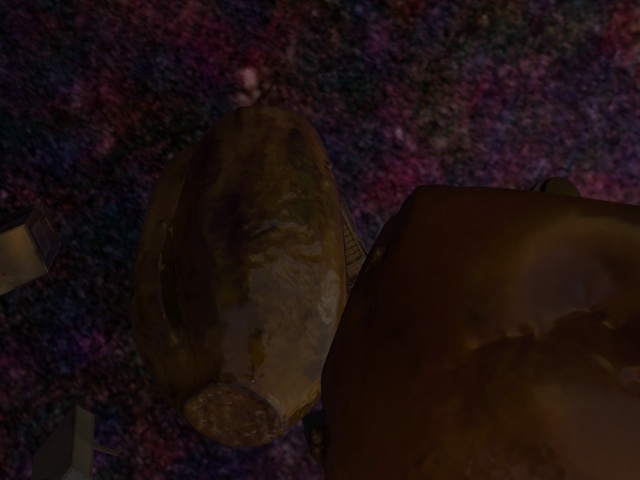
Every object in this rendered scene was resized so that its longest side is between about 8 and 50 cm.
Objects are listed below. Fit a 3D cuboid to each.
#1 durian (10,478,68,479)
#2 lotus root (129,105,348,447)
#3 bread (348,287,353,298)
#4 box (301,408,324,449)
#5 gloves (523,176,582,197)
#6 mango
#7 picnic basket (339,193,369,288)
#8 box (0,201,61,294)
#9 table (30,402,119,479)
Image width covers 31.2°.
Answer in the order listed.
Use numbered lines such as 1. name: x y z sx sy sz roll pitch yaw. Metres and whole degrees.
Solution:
1. durian: -0.284 0.314 1.100 0.198 0.394 0.163 3 86 -54
2. lotus root: -0.067 0.029 0.922 0.193 0.290 0.193 -3 143 -2
3. bread: 0.056 0.145 2.077 0.133 0.250 0.179 40 94 -18
4. box: 0.018 0.297 1.825 0.091 0.126 0.031 -16 100 -4
5. gloves: 0.293 0.005 1.645 0.131 0.140 0.218 -30 167 -43
6. mango: 0.111 0.089 0.434 0.136 0.236 0.166 69 32 -58
7. picnic basket: 0.000 0.000 1.703 0.115 0.164 0.079 -28 158 6
8. box: -0.395 0.023 1.352 0.159 0.240 0.071 -26 101 -6
9. table: -0.394 0.386 1.870 0.111 0.240 0.121 37 97 -18
